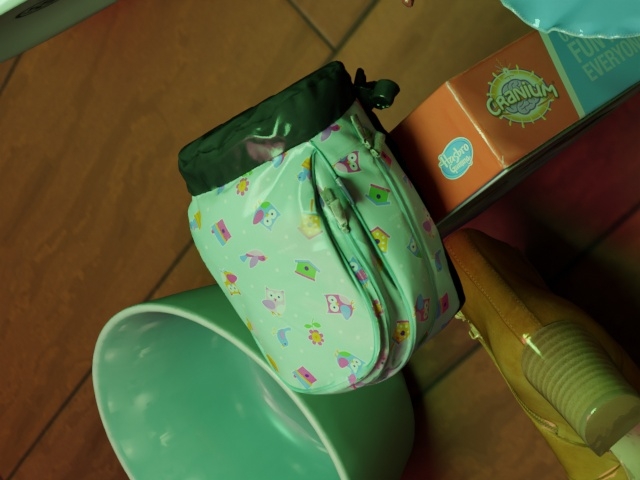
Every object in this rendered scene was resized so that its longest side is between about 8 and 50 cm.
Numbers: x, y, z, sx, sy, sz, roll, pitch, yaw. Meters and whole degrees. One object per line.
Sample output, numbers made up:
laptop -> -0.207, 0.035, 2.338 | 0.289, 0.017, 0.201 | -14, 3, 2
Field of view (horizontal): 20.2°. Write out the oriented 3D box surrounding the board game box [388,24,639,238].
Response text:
board game box -> 0.099, -0.056, 1.232 | 0.064, 0.242, 0.316 | 55, 143, 4

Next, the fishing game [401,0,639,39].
fishing game -> 0.186, -0.198, 1.100 | 0.264, 0.189, 0.041 | 3, 156, 25

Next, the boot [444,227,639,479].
boot -> 0.203, 0.114, 1.387 | 0.211, 0.104, 0.295 | 54, -178, 42

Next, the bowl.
bowl -> -0.038, 0.152, 1.608 | 0.311, 0.163, 0.311 | 28, 137, 29

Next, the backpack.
backpack -> 0.000, 0.000, 1.088 | 0.152, 0.115, 0.182 | -22, 100, 50

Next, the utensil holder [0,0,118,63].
utensil holder -> -0.279, -0.335, 1.300 | 0.327, 0.327, 0.385 | -23, 97, 52
